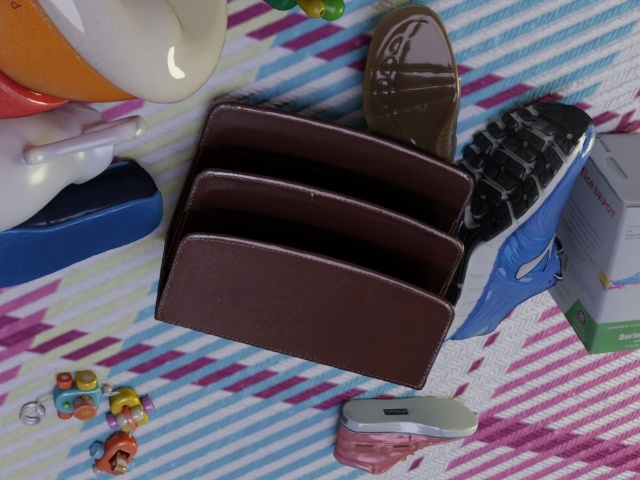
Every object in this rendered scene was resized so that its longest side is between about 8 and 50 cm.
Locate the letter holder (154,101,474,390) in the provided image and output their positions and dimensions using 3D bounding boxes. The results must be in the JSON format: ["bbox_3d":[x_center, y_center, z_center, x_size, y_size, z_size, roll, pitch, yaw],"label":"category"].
[{"bbox_3d":[0.000,0.000,1.922,0.302,0.152,0.214,16,123,-10],"label":"letter holder"}]

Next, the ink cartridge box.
[{"bbox_3d":[0.342,0.002,2.101,0.093,0.154,0.212,-6,126,-16],"label":"ink cartridge box"}]

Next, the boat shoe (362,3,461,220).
[{"bbox_3d":[0.101,-0.137,1.970,0.105,0.089,0.285,-1,124,4],"label":"boat shoe"}]

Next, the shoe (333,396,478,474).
[{"bbox_3d":[0.104,0.245,2.257,0.178,0.063,0.081,3,125,-15],"label":"shoe"}]

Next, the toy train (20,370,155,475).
[{"bbox_3d":[-0.263,0.222,2.117,0.166,0.046,0.125,33,109,-35],"label":"toy train"}]

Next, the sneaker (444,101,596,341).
[{"bbox_3d":[0.221,-0.019,2.083,0.147,0.130,0.330,6,127,-40],"label":"sneaker"}]

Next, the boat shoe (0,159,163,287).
[{"bbox_3d":[-0.298,-0.017,1.909,0.258,0.089,0.109,-12,141,-17],"label":"boat shoe"}]

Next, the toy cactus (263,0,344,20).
[{"bbox_3d":[-0.066,-0.286,1.791,0.180,0.112,0.219,-18,151,23],"label":"toy cactus"}]

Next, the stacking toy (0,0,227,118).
[{"bbox_3d":[-0.358,-0.220,1.645,0.480,0.350,0.350,-21,132,22],"label":"stacking toy"}]

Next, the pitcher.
[{"bbox_3d":[-0.287,-0.082,1.760,0.207,0.178,0.125,-21,95,-47],"label":"pitcher"}]
